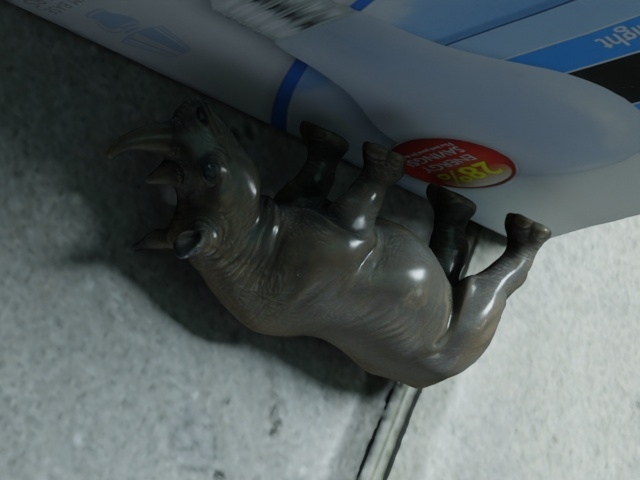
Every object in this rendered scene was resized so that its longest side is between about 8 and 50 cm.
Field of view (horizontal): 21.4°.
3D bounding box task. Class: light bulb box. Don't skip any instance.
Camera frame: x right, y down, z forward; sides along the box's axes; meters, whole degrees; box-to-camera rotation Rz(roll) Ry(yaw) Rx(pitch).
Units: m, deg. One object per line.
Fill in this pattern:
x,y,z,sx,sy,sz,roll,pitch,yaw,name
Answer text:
0.106,-0.181,0.787,0.361,0.358,0.225,23,67,-32,light bulb box

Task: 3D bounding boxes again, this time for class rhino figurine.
0.000,0.000,0.835,0.243,0.073,0.106,23,87,-32,rhino figurine
